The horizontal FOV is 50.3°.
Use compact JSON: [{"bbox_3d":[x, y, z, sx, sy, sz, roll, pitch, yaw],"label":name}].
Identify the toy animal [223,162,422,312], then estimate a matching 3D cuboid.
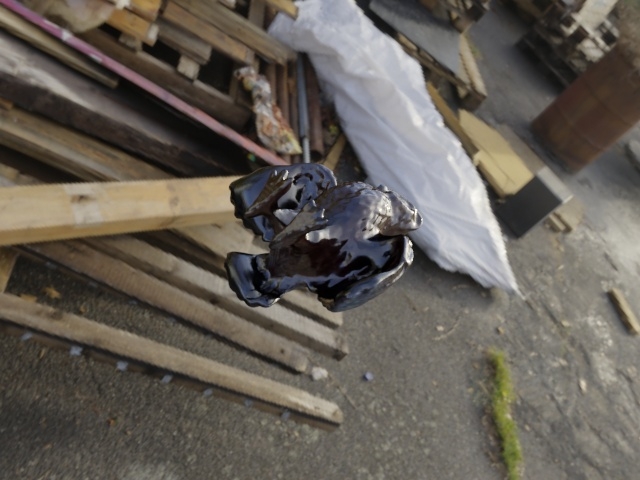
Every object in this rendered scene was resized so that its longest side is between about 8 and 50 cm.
[{"bbox_3d":[0.007,-0.002,0.641,0.179,0.116,0.218,2,26,-41],"label":"toy animal"}]
